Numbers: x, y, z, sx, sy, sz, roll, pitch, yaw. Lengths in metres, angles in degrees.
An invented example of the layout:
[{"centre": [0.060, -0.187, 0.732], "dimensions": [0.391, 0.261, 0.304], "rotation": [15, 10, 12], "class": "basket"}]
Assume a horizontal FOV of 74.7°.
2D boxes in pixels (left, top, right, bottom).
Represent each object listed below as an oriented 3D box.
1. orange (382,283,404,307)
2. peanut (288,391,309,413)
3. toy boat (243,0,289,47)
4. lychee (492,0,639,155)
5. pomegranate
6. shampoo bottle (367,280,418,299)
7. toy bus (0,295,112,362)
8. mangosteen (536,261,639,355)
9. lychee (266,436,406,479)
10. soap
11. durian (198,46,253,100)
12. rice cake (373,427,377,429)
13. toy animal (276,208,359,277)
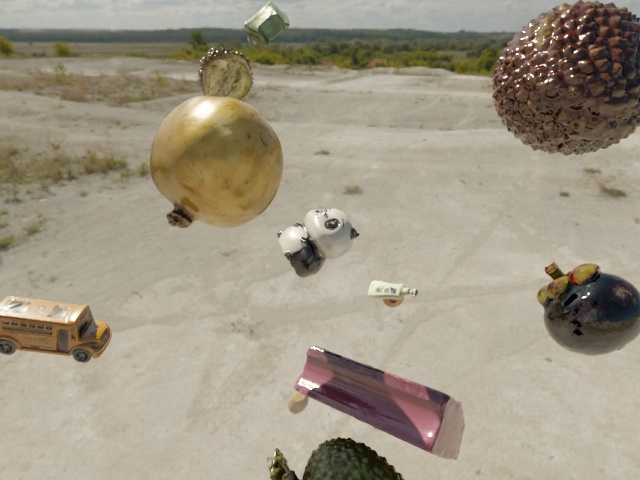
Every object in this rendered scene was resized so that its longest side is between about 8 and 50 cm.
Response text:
[{"centre": [0.249, 0.190, 1.451], "dimensions": [0.083, 0.083, 0.083], "rotation": [0, 26, 0], "class": "orange"}, {"centre": [-0.090, 0.690, 1.792], "dimensions": [0.076, 0.152, 0.076], "rotation": [18, 40, -15], "class": "peanut"}, {"centre": [-0.119, -0.450, 0.875], "dimensions": [0.093, 0.055, 0.293], "rotation": [-37, 28, 9], "class": "toy boat"}, {"centre": [0.399, -0.246, 0.662], "dimensions": [0.236, 0.236, 0.271], "rotation": [3, 39, 6], "class": "lychee"}, {"centre": [-0.225, -0.175, 0.919], "dimensions": [0.307, 0.307, 0.307], "rotation": [0, 26, 0], "class": "pomegranate"}, {"centre": [0.187, 0.129, 1.075], "dimensions": [0.141, 0.034, 0.049], "rotation": [-3, 42, 43], "class": "shampoo bottle"}, {"centre": [-0.503, 0.164, 0.789], "dimensions": [0.194, 0.088, 0.083], "rotation": [10, 24, -11], "class": "toy bus"}, {"centre": [0.803, 0.195, 1.278], "dimensions": [0.275, 0.275, 0.302], "rotation": [-23, 70, -38], "class": "mangosteen"}, {"centre": [0.050, 0.553, 0.871], "dimensions": [0.320, 0.270, 0.270], "rotation": [21, 20, -21], "class": "lychee"}, {"centre": [0.145, 0.376, 0.992], "dimensions": [0.359, 0.233, 0.128], "rotation": [10, 69, 36], "class": "soap"}, {"centre": [-0.261, -0.432, 1.097], "dimensions": [0.148, 0.188, 0.091], "rotation": [12, 45, -46], "class": "durian"}, {"centre": [0.220, 0.520, 1.314], "dimensions": [0.171, 0.029, 0.033], "rotation": [-51, 20, -19], "class": "rice cake"}, {"centre": [-0.007, -0.003, 1.326], "dimensions": [0.235, 0.165, 0.187], "rotation": [-34, 40, 6], "class": "toy animal"}]
